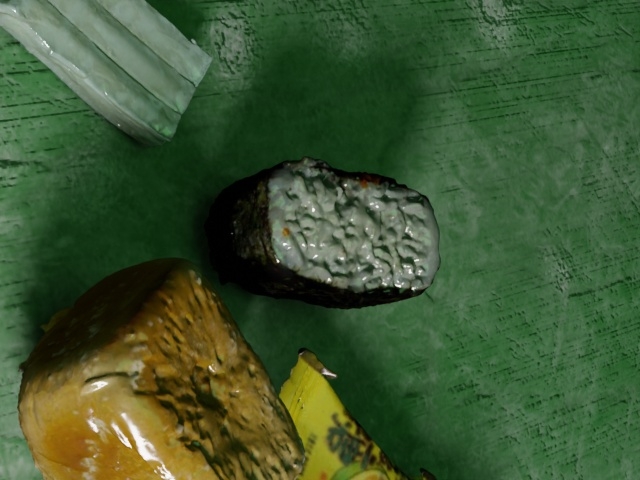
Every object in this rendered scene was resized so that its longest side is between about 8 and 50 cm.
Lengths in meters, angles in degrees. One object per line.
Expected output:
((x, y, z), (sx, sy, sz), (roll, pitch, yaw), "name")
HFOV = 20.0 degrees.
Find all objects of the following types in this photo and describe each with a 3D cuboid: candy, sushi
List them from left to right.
((0.000, 0.000, 1.699), (0.225, 0.127, 0.124), (9, 75, -40), "sushi")
((0.023, 0.245, 1.700), (0.297, 0.081, 0.187), (47, 54, -42), "candy")

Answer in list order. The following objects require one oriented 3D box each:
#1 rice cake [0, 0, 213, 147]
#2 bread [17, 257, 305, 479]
((-0.192, -0.181, 1.593), (0.211, 0.038, 0.124), (46, 51, -31), "rice cake")
((-0.139, 0.161, 1.479), (0.246, 0.176, 0.195), (59, 34, -17), "bread")
